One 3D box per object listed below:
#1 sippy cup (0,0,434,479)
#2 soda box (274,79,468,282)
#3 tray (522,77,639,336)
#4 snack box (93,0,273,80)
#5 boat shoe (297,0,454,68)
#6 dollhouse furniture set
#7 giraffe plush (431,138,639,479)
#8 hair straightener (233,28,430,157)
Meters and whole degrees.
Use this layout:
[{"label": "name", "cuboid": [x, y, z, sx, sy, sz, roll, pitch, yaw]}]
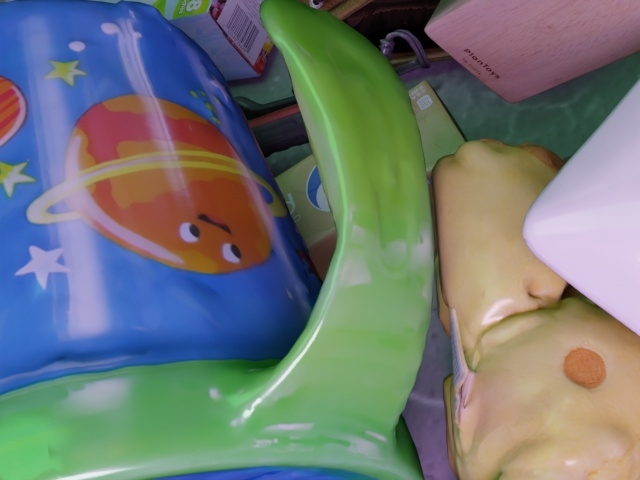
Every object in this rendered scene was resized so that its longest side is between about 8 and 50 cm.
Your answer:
[{"label": "sippy cup", "cuboid": [-0.099, 0.032, 0.474, 0.306, 0.240, 0.224, -19, 61, 3]}, {"label": "soda box", "cuboid": [0.000, 0.000, 0.599, 0.181, 0.058, 0.061, -32, 43, 9]}, {"label": "tray", "cuboid": [0.202, 0.028, 0.319, 0.270, 0.030, 0.145, 38, 65, 10]}, {"label": "snack box", "cuboid": [-0.092, -0.203, 0.824, 0.175, 0.070, 0.207, -2, 56, 35]}, {"label": "boat shoe", "cuboid": [0.113, -0.142, 0.611, 0.307, 0.111, 0.104, -5, 57, 45]}, {"label": "dollhouse furniture set", "cuboid": [0.146, -0.096, 0.468, 0.123, 0.151, 0.144, -60, 17, -21]}, {"label": "giraffe plush", "cuboid": [0.129, 0.048, 0.402, 0.171, 0.210, 0.181, -4, 83, 4]}, {"label": "hair straightener", "cuboid": [-0.021, -0.078, 0.647, 0.230, 0.047, 0.089, -19, 20, 49]}]
